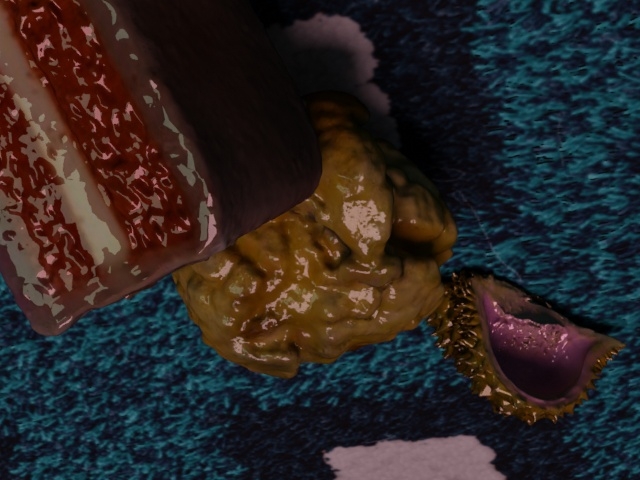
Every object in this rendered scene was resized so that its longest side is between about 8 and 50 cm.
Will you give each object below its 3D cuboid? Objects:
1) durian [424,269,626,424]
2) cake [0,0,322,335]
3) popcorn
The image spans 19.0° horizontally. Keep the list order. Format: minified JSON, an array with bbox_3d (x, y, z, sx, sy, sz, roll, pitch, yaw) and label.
[{"bbox_3d":[0.205,0.114,2.023,0.182,0.165,0.132,15,101,-48],"label":"durian"},{"bbox_3d":[-0.173,-0.110,1.589,0.237,0.230,0.309,-24,97,27],"label":"cake"},{"bbox_3d":[0.000,0.000,1.786,0.265,0.225,0.332,12,143,-12],"label":"popcorn"}]
